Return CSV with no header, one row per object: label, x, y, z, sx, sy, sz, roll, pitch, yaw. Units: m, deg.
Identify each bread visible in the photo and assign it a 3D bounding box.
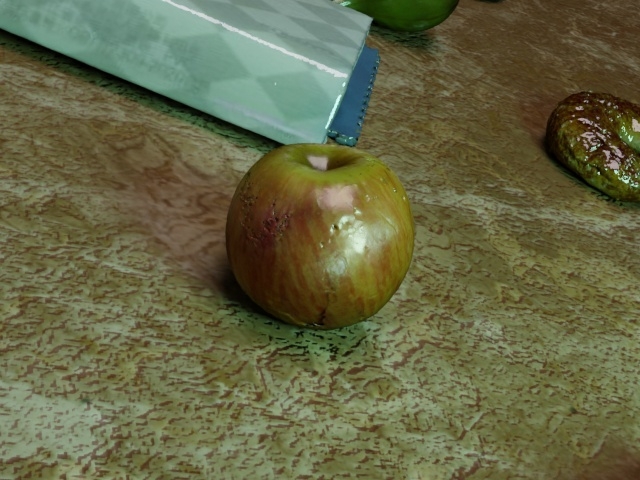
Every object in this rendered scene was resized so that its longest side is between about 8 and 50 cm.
bread,0.340,-0.105,1.374,0.193,0.064,0.193,19,32,-13

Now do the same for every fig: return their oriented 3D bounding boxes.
fig,0.058,-0.292,1.463,0.236,0.124,0.124,-22,48,-21

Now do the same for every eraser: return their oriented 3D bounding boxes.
eraser,-0.155,-0.224,1.161,0.397,0.082,0.213,23,28,-2

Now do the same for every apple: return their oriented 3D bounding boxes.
apple,0.000,0.000,0.894,0.146,0.146,0.146,18,29,-11

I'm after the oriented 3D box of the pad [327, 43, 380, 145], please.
pad,-0.069,-0.201,1.283,0.270,0.012,0.269,23,29,-2
